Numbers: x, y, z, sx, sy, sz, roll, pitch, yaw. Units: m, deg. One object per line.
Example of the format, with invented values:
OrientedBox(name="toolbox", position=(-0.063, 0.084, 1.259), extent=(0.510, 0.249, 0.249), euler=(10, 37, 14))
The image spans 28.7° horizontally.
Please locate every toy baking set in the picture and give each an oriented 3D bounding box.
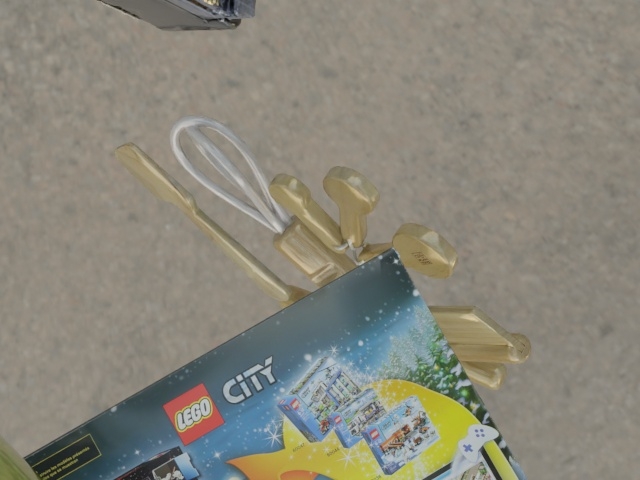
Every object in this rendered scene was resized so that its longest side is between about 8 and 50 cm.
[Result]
OrientedBox(name="toy baking set", position=(0.003, 0.005, 0.724), extent=(0.030, 0.256, 0.197), euler=(-55, 141, -24))

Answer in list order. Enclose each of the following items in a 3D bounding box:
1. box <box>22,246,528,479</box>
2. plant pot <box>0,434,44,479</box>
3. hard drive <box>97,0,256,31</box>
OrientedBox(name="box", position=(-0.028, 0.129, 0.565), extent=(0.233, 0.044, 0.159), euler=(-29, 86, -6))
OrientedBox(name="plant pot", position=(-0.200, 0.111, 0.391), extent=(0.276, 0.254, 0.276), euler=(-36, 167, -9))
OrientedBox(name="hard drive", position=(-0.085, -0.271, 0.460), extent=(0.237, 0.064, 0.339), euler=(13, 80, -60))
